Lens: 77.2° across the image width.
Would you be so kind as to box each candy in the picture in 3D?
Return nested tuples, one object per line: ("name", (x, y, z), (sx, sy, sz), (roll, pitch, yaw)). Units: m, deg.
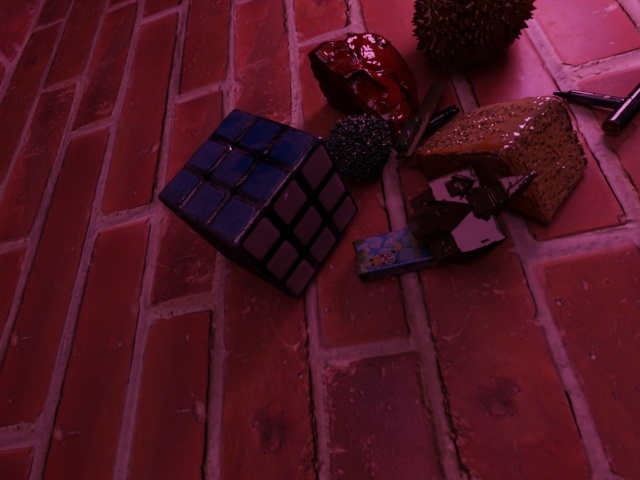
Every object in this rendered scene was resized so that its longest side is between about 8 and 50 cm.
("candy", (0.182, 0.031, 0.961), (0.195, 0.062, 0.097), (-14, 59, 12))

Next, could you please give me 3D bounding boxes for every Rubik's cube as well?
("Rubik's cube", (-0.138, -0.088, 0.980), (0.305, 0.303, 0.301), (27, 75, 35))

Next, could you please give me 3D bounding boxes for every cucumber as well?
("cucumber", (0.318, -0.328, 1.103), (0.135, 0.034, 0.033), (-33, 90, 19))

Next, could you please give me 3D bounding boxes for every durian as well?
("durian", (0.426, -0.680, 1.119), (0.348, 0.348, 0.383), (5, 97, 21))

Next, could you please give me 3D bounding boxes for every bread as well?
("bread", (0.432, -0.187, 0.993), (0.248, 0.279, 0.315), (-50, 17, -11))

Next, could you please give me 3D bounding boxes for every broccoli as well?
("broccoli", (0.080, -0.247, 1.097), (0.220, 0.194, 0.194), (-18, 57, -13))

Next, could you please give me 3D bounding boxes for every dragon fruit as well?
("dragon fruit", (0.170, -0.466, 1.132), (0.286, 0.228, 0.329), (-33, 56, -2))

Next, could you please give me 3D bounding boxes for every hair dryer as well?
("hair dryer", (0.706, -0.367, 1.009), (0.173, 0.050, 0.195), (-42, 55, -9))

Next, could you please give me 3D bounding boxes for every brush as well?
("brush", (0.272, -0.340, 1.098), (0.054, 0.048, 0.282), (7, 61, 46))

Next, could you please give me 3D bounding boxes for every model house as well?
("model house", (0.322, -0.076, 0.833), (0.248, 0.176, 0.180), (-38, 62, 40))
